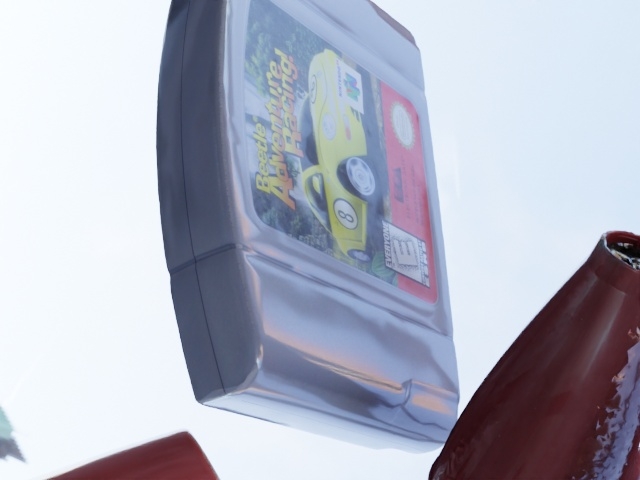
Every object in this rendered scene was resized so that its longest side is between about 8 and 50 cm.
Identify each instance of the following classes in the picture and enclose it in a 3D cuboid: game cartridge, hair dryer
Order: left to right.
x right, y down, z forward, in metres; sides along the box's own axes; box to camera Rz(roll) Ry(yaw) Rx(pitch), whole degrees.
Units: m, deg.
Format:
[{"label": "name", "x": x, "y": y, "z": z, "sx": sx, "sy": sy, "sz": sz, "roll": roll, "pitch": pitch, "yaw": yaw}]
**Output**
[{"label": "game cartridge", "x": -0.005, "y": -0.041, "z": 0.541, "sx": 0.060, "sy": 0.196, "sz": 0.294, "roll": -25, "pitch": -123, "yaw": 37}, {"label": "hair dryer", "x": 0.158, "y": 0.113, "z": 0.469, "sx": 0.224, "sy": 0.293, "sz": 0.080, "roll": -27, "pitch": -145, "yaw": 1}]

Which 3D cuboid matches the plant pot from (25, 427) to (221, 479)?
[{"label": "plant pot", "x": -0.188, "y": 0.316, "z": 0.892, "sx": 0.243, "sy": 0.275, "sz": 0.275, "roll": -27, "pitch": -151, "yaw": -15}]
